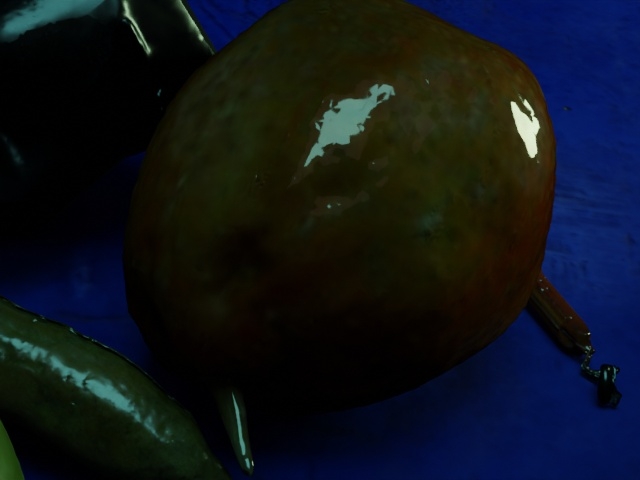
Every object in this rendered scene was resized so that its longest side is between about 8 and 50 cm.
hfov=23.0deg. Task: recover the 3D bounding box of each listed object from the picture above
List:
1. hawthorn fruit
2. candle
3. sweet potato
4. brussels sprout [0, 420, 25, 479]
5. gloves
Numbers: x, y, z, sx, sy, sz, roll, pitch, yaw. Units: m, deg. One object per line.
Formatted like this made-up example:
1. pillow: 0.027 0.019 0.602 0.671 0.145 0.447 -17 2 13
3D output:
1. hawthorn fruit: 0.000 0.000 0.786 0.211 0.210 0.262 22 49 16
2. candle: 0.130 0.034 0.908 0.026 0.021 0.167 -10 40 -23
3. sweet potato: -0.163 0.058 0.765 0.273 0.075 0.075 20 38 14
4. brussels sprout: -0.248 0.114 0.521 0.317 0.242 0.273 12 43 -28
5. gloves: -0.201 -0.070 0.859 0.301 0.152 0.197 -11 -2 2
